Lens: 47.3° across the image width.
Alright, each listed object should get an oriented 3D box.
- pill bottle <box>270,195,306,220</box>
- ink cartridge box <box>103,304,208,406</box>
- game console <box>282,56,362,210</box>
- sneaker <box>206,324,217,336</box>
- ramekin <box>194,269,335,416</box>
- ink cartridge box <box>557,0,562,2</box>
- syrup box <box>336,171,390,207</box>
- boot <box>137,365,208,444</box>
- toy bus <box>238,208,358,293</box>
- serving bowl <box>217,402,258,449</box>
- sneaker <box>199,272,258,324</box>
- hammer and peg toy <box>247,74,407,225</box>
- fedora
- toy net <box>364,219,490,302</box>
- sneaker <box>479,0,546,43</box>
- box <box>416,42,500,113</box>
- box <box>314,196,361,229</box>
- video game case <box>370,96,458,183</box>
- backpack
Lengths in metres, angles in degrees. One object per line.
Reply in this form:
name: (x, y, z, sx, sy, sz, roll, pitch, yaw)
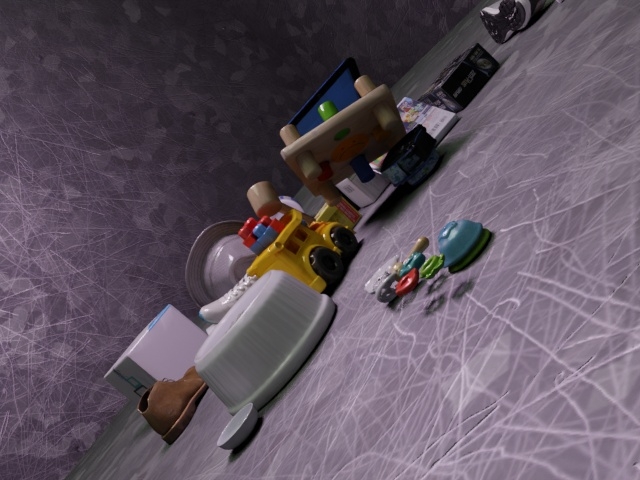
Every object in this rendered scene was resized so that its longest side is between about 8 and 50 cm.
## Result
pill bottle: (-0.128, -0.078, 2.565, 0.152, 0.152, 0.272, -48, 7, 2)
ink cartridge box: (-0.459, 0.352, 2.104, 0.270, 0.197, 0.198, -38, 13, 53)
game console: (0.077, -0.261, 1.847, 0.293, 0.250, 0.173, -51, -5, -16)
sneaker: (-0.181, 0.223, 1.653, 0.123, 0.106, 0.290, -31, 6, -13)
ramekin: (-0.107, 0.171, 1.295, 0.273, 0.127, 0.273, -47, 8, 9)
ink cartridge box: (0.610, -0.653, 1.665, 0.181, 0.056, 0.225, -41, 12, 41)
syrup box: (0.153, -0.202, 1.816, 0.237, 0.096, 0.093, -52, 9, -16)
boot: (-0.348, 0.361, 1.760, 0.112, 0.115, 0.305, -48, 6, 13)
toy bus: (-0.056, 0.013, 1.491, 0.149, 0.211, 0.220, -44, 7, 40)
serving bowl: (-0.125, 0.296, 1.144, 0.083, 0.027, 0.083, -48, 7, 8)
sneaker: (-0.156, 0.116, 1.580, 0.228, 0.092, 0.087, -17, 16, -18)
hammer and peg toy: (0.014, -0.175, 1.561, 0.361, 0.127, 0.266, -33, -20, 6)
fedora: (-0.163, 0.082, 1.705, 0.124, 0.275, 0.244, 9, 73, 53)
toy net: (0.122, 0.047, 0.956, 0.122, 0.045, 0.232, -55, 9, -32)
sneaker: (0.491, -0.578, 1.858, 0.108, 0.100, 0.271, -35, 10, -5)
box: (0.329, -0.378, 1.767, 0.147, 0.077, 0.180, -49, 7, -9)
box: (0.000, 0.000, 1.713, 0.232, 0.087, 0.058, -52, 10, -32)
video game case: (0.193, -0.234, 1.686, 0.201, 0.023, 0.183, -50, 40, -6)
backpack: (0.182, -0.161, 1.483, 0.114, 0.084, 0.105, -38, 14, 35)
